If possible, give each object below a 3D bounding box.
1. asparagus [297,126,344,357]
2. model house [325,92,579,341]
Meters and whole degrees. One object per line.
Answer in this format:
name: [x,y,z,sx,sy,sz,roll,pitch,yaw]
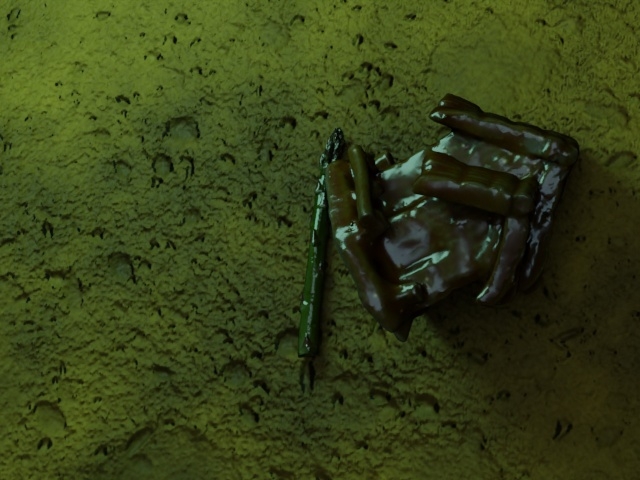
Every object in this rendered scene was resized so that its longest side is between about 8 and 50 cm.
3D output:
asparagus: [0.000,0.000,1.247,0.025,0.024,0.248,13,75,-22]
model house: [0.136,-0.040,1.127,0.229,0.199,0.219,-30,80,13]
